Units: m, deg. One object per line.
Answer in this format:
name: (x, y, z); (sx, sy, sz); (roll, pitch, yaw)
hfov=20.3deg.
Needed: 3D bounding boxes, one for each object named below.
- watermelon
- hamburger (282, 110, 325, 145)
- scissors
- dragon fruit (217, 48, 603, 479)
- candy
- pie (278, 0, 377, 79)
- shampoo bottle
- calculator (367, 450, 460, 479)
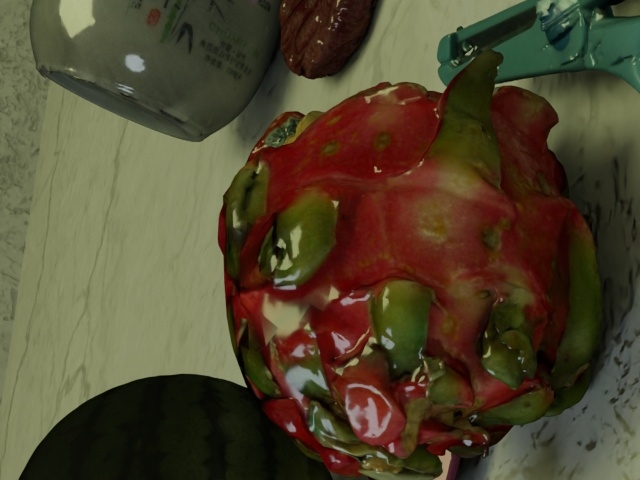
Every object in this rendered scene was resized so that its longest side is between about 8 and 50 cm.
watermelon: (-0.112, 0.253, 1.394); (0.359, 0.278, 0.279); (-92, 22, -52)
hamburger: (0.000, -0.001, 1.518); (0.214, 0.108, 0.214); (-168, 90, -73)
scissors: (0.161, -0.143, 1.112); (0.393, 0.032, 0.180); (173, 90, -67)
dragon fruit: (0.060, 0.016, 1.127); (0.231, 0.237, 0.303); (-20, 26, 17)
candy: (-0.040, -0.071, 1.715); (0.086, 0.059, 0.292); (-57, 2, -11)
pie: (0.012, -0.264, 1.776); (0.204, 0.054, 0.219); (152, 127, -68)
shampoo bottle: (-0.175, -0.268, 1.998); (0.266, 0.273, 0.273); (-69, 17, -4)
calculator: (0.078, 0.131, 1.305); (0.190, 0.034, 0.127); (-178, 100, -78)
